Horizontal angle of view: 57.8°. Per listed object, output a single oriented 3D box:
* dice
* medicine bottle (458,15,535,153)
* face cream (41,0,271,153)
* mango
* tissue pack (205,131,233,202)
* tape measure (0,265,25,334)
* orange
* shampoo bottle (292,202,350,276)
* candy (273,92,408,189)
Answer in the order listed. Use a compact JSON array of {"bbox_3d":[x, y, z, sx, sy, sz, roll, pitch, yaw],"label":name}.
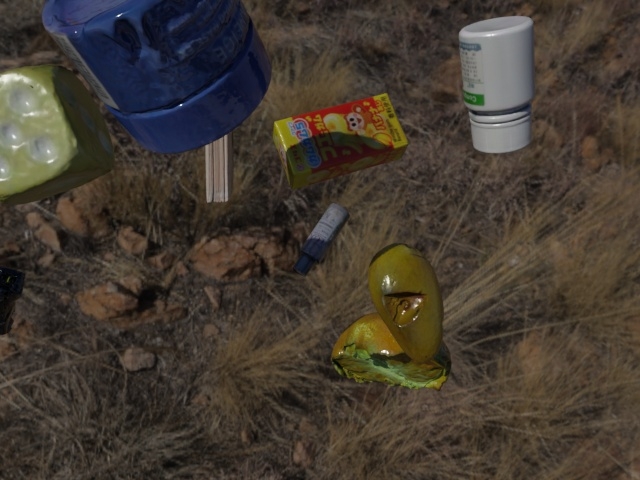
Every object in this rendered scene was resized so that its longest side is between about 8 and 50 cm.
[{"bbox_3d":[-0.436,-0.161,0.896,0.169,0.169,0.166,-21,6,2],"label":"dice"},{"bbox_3d":[0.345,-0.298,1.120,0.139,0.237,0.139,-11,30,6],"label":"medicine bottle"},{"bbox_3d":[-0.222,-0.284,0.813,0.249,0.225,0.249,-12,54,16],"label":"face cream"},{"bbox_3d":[0.192,0.133,1.259,0.167,0.130,0.262,-25,91,-50],"label":"mango"},{"bbox_3d":[-0.266,-0.275,1.534,0.071,0.325,0.170,0,15,-7],"label":"tissue pack"},{"bbox_3d":[-0.846,0.141,1.433,0.186,0.199,0.112,19,31,-21],"label":"tape measure"},{"bbox_3d":[0.186,0.293,1.557,0.262,0.334,0.196,12,74,-25],"label":"orange"},{"bbox_3d":[0.000,0.000,1.557,0.072,0.072,0.214,28,73,18],"label":"shampoo bottle"},{"bbox_3d":[0.043,-0.225,1.305,0.276,0.088,0.146,-16,75,-11],"label":"candy"}]
